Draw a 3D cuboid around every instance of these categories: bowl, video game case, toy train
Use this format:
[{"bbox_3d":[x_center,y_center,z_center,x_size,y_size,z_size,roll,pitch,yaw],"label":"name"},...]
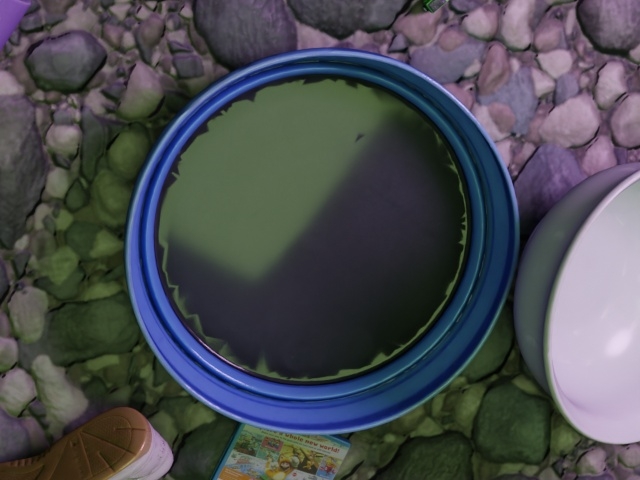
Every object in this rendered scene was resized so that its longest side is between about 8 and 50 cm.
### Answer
[{"bbox_3d":[0.292,0.044,1.426,0.298,0.134,0.298,-14,114,-33],"label":"bowl"},{"bbox_3d":[0.000,0.000,1.418,0.391,0.077,0.391,-3,106,-9],"label":"bowl"},{"bbox_3d":[-0.057,0.263,1.510,0.119,0.015,0.166,25,99,-14],"label":"video game case"},{"bbox_3d":[0.135,-0.254,1.401,0.083,0.024,0.017,-41,107,3],"label":"toy train"}]

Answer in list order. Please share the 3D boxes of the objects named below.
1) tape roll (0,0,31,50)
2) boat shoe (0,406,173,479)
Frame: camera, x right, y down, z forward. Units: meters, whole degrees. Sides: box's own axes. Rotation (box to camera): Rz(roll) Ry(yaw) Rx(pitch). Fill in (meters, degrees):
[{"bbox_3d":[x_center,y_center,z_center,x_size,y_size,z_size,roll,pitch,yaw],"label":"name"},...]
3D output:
[{"bbox_3d":[-0.353,-0.227,1.237,0.189,0.189,0.080,32,97,-16],"label":"tape roll"},{"bbox_3d":[-0.273,0.268,1.433,0.277,0.098,0.096,-26,140,10],"label":"boat shoe"}]
